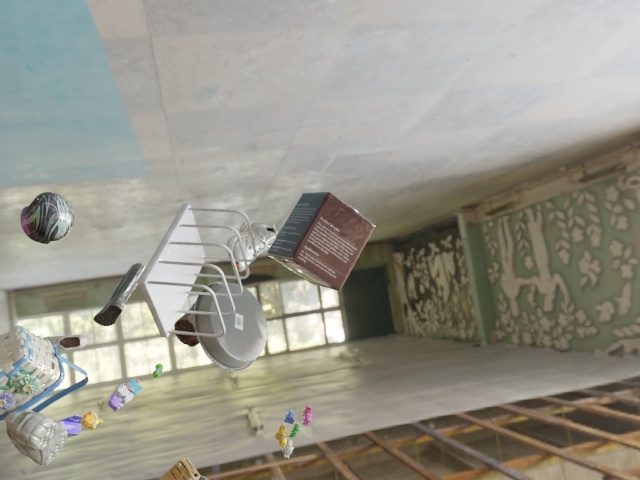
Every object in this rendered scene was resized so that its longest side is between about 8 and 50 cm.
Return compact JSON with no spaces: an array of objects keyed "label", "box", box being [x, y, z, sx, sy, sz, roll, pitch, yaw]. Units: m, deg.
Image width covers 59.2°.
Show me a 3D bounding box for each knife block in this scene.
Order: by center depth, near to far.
[{"label":"knife block","box":[-0.507,0.885,1.979,0.276,0.088,0.242,-44,158,-4]}]

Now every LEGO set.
[{"label":"LEGO set","box":[-0.115,0.734,2.138,0.087,0.227,0.093,23,-165,-15]}]

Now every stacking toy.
[{"label":"stacking toy","box":[-0.565,0.441,1.626,0.167,0.052,0.221,-39,179,21]}]

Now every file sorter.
[{"label":"file sorter","box":[-0.282,0.073,1.364,0.173,0.277,0.192,4,133,12]}]

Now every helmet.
[{"label":"helmet","box":[-0.958,-0.081,1.995,0.162,0.169,0.169,-27,165,27]}]

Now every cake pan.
[{"label":"cake pan","box":[-0.272,0.262,1.772,0.054,0.293,0.293,-23,166,31]}]

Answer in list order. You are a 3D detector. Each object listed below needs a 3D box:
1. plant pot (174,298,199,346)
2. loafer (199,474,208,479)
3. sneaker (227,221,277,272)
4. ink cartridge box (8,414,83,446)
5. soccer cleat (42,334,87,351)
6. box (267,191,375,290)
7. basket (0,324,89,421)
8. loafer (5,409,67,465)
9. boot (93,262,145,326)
[{"label":"plant pot","box":[-0.487,0.330,2.255,0.167,0.166,0.165,-13,-165,32]},{"label":"loafer","box":[-0.415,0.907,2.049,0.061,0.062,0.170,21,-177,-29]},{"label":"sneaker","box":[-0.209,0.008,1.783,0.121,0.099,0.262,-6,-151,14]},{"label":"ink cartridge box","box":[-0.883,0.635,1.872,0.208,0.045,0.206,-16,161,-9]},{"label":"soccer cleat","box":[-0.901,0.354,1.919,0.196,0.068,0.076,-9,170,-11]},{"label":"box","box":[0.000,0.000,1.484,0.168,0.203,0.167,36,167,-24]},{"label":"basket","box":[-0.840,0.397,1.590,0.255,0.201,0.289,-33,143,-8]},{"label":"loafer","box":[-0.764,0.524,1.517,0.112,0.112,0.319,27,143,3]},{"label":"boot","box":[-0.728,0.195,2.048,0.190,0.208,0.076,-32,125,33]}]
